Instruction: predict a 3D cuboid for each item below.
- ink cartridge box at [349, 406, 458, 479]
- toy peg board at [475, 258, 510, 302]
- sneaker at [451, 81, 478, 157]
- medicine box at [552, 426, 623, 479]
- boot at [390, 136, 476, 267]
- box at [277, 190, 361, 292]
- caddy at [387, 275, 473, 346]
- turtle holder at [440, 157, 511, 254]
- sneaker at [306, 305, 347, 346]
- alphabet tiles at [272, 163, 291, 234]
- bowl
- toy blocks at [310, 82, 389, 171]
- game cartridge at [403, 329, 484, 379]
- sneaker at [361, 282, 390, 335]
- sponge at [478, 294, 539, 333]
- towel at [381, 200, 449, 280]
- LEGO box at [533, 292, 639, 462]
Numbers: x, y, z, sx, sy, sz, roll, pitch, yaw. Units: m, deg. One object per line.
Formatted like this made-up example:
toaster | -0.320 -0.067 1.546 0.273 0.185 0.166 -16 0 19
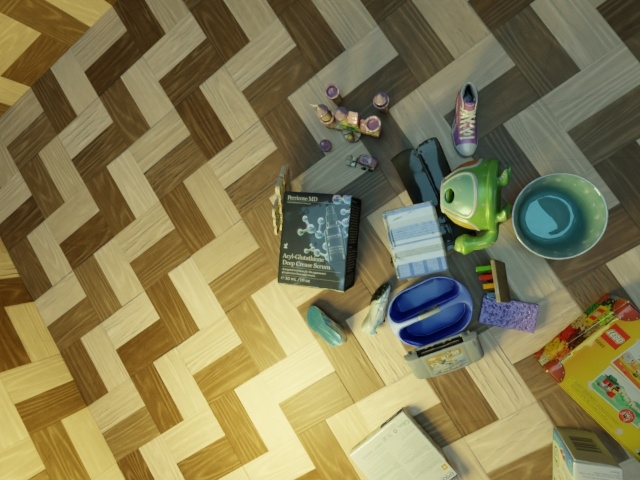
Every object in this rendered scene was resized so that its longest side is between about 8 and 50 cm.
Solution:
ink cartridge box | 0.349 0.945 1.746 0.324 0.071 0.330 -43 84 11
toy peg board | 0.672 0.164 1.592 0.079 0.161 0.161 -12 75 36
sneaker | 0.573 -0.477 1.607 0.102 0.161 0.283 -3 92 14
medicine box | 0.957 0.883 1.477 0.148 0.263 0.290 1 91 16
boot | 0.391 -0.149 1.668 0.366 0.146 0.446 -21 89 7
box | 0.000 0.000 1.747 0.293 0.212 0.396 5 92 16
caddy | 0.441 0.282 1.649 0.341 0.179 0.242 -29 83 14
turtle holder | 0.567 -0.136 1.489 0.227 0.243 0.321 3 125 27
sneaker | 0.024 0.382 1.817 0.228 0.092 0.087 44 104 30
alphabet tiles | -0.158 -0.177 1.746 0.021 0.284 0.278 9 54 6
bowl | 0.871 -0.088 1.532 0.311 0.163 0.312 0 91 15
toy blocks | 0.116 -0.479 1.679 0.288 0.260 0.309 16 95 14
game cartridge | 0.501 0.467 1.638 0.297 0.062 0.198 -24 128 13
sneaker | 0.253 0.297 1.759 0.086 0.085 0.237 22 94 -13
sponge | 0.755 0.294 1.640 0.209 0.031 0.117 9 93 16
towel | 0.369 -0.001 1.589 0.209 0.034 0.285 -14 85 13
LEGO box | 1.116 0.505 1.461 0.500 0.193 0.372 46 102 10
